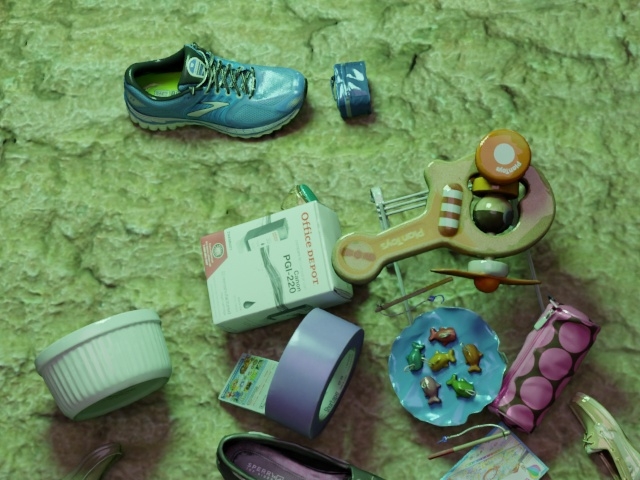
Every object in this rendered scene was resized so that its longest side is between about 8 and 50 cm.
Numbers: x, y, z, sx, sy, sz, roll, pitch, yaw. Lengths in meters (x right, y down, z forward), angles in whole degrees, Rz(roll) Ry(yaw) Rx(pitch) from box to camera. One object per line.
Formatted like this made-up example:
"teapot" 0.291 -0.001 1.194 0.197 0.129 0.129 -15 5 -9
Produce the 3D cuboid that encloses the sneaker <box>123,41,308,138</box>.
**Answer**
"sneaker" -0.187 -0.262 2.030 0.330 0.147 0.130 -2 68 4

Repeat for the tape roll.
"tape roll" -0.008 0.205 1.806 0.080 0.189 0.189 24 73 15

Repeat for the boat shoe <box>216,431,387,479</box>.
"boat shoe" -0.009 0.379 1.787 0.335 0.095 0.112 18 71 12

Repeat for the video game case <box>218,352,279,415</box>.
"video game case" -0.105 0.228 1.863 0.122 0.011 0.087 8 64 49

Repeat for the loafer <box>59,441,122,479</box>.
"loafer" -0.367 0.377 1.846 0.148 0.056 0.050 -41 71 0

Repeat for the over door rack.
"over door rack" 0.230 0.044 1.904 0.239 0.108 0.324 -15 82 0

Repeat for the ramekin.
"ramekin" -0.333 0.201 1.835 0.207 0.207 0.109 -24 77 -4

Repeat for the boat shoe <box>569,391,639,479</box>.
"boat shoe" 0.433 0.310 1.791 0.059 0.063 0.170 -33 70 -14

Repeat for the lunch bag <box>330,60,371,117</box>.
"lunch bag" 0.051 -0.268 2.053 0.065 0.067 0.098 -8 67 2

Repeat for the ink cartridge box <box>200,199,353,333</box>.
"ink cartridge box" -0.071 0.045 1.890 0.217 0.092 0.159 -17 72 17

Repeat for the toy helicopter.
"toy helicopter" 0.191 -0.005 1.787 0.355 0.140 0.235 -21 83 -1

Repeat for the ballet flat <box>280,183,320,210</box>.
"ballet flat" 0.000 0.000 1.962 0.067 0.073 0.206 -41 65 18

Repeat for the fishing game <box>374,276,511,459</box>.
"fishing game" 0.192 0.193 1.793 0.189 0.041 0.264 -20 76 17

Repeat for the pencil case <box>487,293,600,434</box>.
"pencil case" 0.335 0.193 1.795 0.095 0.098 0.209 35 97 45

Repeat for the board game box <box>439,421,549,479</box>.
"board game box" 0.260 0.369 1.803 0.154 0.026 0.103 -41 70 -11
